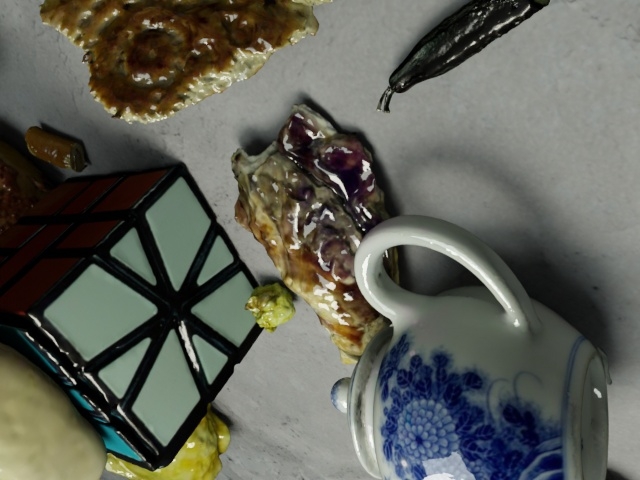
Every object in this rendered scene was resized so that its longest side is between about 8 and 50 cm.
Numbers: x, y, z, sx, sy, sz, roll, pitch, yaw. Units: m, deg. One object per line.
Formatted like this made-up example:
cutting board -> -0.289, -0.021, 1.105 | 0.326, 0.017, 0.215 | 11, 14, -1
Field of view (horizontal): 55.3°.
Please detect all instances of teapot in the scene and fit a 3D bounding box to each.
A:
teapot -> 0.131, 0.170, 0.621 | 0.280, 0.252, 0.424 | -1, 117, 34

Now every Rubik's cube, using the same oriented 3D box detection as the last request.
Rubik's cube -> -0.289, 0.095, 0.837 | 0.283, 0.293, 0.288 | 3, 130, 38

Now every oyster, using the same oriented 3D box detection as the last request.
oyster -> -0.007, 0.005, 0.684 | 0.271, 0.100, 0.275 | 45, 148, 12

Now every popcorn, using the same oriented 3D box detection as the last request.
popcorn -> -0.068, 0.096, 0.854 | 0.068, 0.059, 0.083 | 24, 149, 15
popcorn -> -0.329, 0.400, 1.249 | 0.286, 0.215, 0.252 | 32, 136, -1

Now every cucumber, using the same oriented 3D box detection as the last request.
cucumber -> 0.103, -0.153, 0.485 | 0.039, 0.043, 0.163 | 6, 162, -35

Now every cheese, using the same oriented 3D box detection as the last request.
cheese -> -0.435, 0.151, 0.669 | 0.351, 0.129, 0.328 | 12, 139, 24

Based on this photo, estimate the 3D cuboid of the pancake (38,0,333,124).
pancake -> -0.112, -0.221, 0.483 | 0.257, 0.056, 0.212 | -25, 86, 8

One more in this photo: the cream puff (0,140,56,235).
cream puff -> -0.564, -0.020, 0.969 | 0.350, 0.228, 0.350 | 19, 137, 19

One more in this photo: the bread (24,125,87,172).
bread -> -0.374, -0.129, 0.865 | 0.083, 0.036, 0.047 | 22, 137, 13
